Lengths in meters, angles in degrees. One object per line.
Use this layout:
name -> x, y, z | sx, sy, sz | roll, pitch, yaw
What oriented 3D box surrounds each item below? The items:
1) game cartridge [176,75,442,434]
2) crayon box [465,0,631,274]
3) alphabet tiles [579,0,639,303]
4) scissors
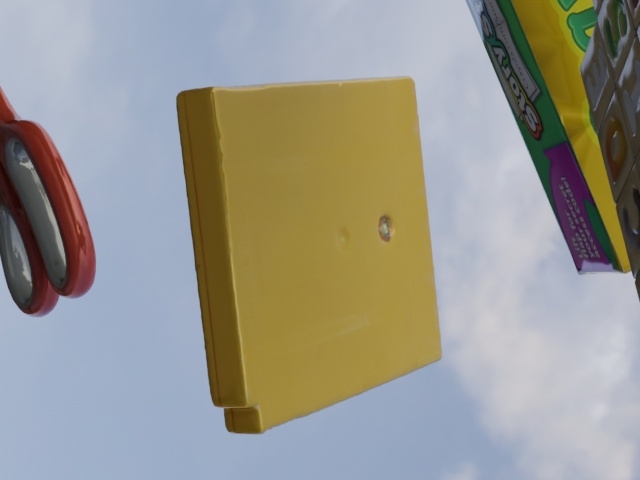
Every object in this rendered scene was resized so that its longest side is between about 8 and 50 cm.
game cartridge -> 0.000, 0.000, 1.206 | 0.052, 0.323, 0.285 | -3, -85, 35
crayon box -> 0.253, -0.202, 0.901 | 0.106, 0.313, 0.363 | 165, -98, -81
alphabet tiles -> 0.141, -0.064, 0.540 | 0.198, 0.009, 0.237 | 94, -10, -61
scissors -> -0.192, -0.092, 0.774 | 0.109, 0.021, 0.297 | -47, -119, 55
